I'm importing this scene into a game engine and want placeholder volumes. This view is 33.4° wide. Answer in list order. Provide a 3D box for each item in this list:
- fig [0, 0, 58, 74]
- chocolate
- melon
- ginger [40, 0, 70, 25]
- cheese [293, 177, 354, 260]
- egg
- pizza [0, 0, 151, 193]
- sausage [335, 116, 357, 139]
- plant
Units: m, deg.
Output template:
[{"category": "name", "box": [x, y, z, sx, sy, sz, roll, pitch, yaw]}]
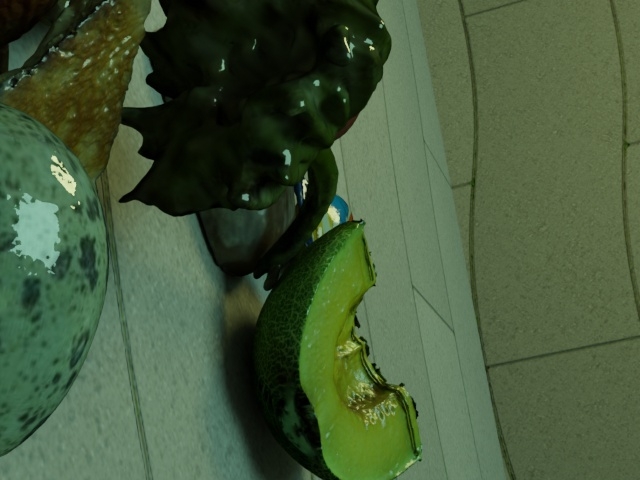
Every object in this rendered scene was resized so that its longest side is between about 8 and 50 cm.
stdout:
[{"category": "fig", "box": [-0.197, -0.155, 0.615, 0.119, 0.119, 0.153, -68, 167, -66]}, {"category": "chocolate", "box": [-0.075, -0.096, 1.044, 0.157, 0.080, 0.254, -50, 126, -73]}, {"category": "melon", "box": [-0.012, 0.130, 1.034, 0.169, 0.129, 0.265, -37, 119, -50]}, {"category": "ginger", "box": [-0.158, -0.228, 0.795, 0.116, 0.109, 0.263, 60, 16, -10]}, {"category": "cheese", "box": [0.000, 0.000, 1.231, 0.270, 0.069, 0.177, 56, 26, -70]}, {"category": "egg", "box": [-0.166, 0.019, 0.498, 0.132, 0.132, 0.172, 4, 86, -75]}, {"category": "pizza", "box": [-0.155, -0.099, 0.641, 0.195, 0.052, 0.185, -59, 164, -4]}, {"category": "sausage", "box": [-0.017, -0.177, 1.189, 0.254, 0.148, 0.148, -83, 157, -75]}, {"category": "plant", "box": [-0.042, -0.108, 0.865, 0.180, 0.251, 0.333, 50, 2, 10]}]
